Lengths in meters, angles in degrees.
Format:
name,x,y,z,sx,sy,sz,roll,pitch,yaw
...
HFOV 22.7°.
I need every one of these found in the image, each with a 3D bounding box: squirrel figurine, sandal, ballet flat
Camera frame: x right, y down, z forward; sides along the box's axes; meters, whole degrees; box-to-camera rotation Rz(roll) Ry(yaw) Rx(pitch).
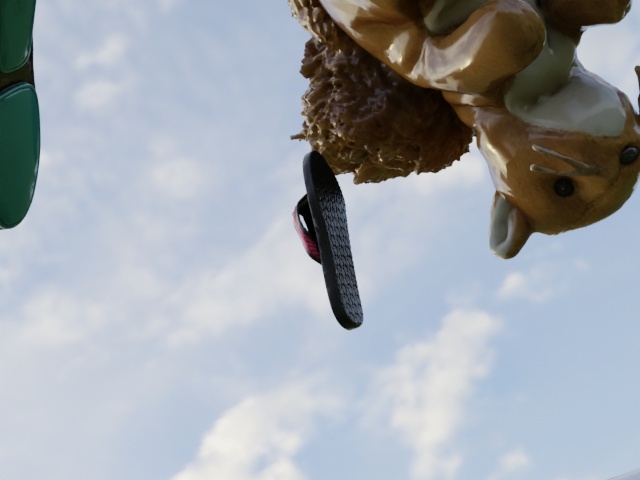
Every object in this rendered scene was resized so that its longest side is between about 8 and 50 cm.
name,x,y,z,sx,sy,sz,roll,pitch,yaw
squirrel figurine,0.142,-0.174,1.528,0.281,0.370,0.397,-42,16,-30
sandal,0.000,0.000,1.493,0.040,0.179,0.067,-18,-18,24
ballet flat,-0.220,-0.108,1.038,0.074,0.074,0.203,-11,-62,-33

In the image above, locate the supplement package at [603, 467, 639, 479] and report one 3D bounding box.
name,x,y,z,sx,sy,sz,roll,pitch,yaw
supplement package,0.240,0.298,1.176,0.145,0.204,0.262,-21,1,15
